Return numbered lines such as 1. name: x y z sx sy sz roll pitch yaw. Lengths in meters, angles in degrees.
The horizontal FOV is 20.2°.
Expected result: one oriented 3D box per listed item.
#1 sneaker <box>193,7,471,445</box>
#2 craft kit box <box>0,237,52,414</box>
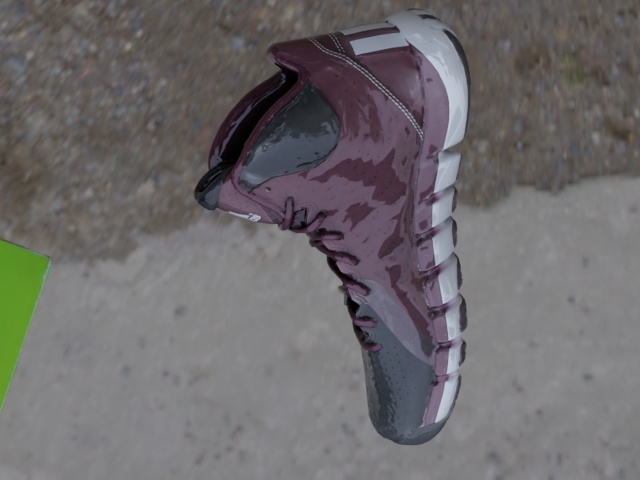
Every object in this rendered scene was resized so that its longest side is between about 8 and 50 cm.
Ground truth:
1. sneaker: 0.000 0.000 1.108 0.163 0.106 0.281 -7 107 -22
2. craft kit box: -0.227 0.078 0.487 0.247 0.061 0.249 23 75 -28
